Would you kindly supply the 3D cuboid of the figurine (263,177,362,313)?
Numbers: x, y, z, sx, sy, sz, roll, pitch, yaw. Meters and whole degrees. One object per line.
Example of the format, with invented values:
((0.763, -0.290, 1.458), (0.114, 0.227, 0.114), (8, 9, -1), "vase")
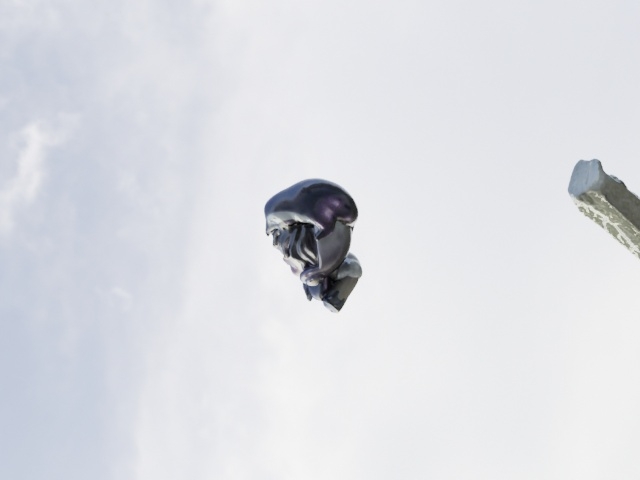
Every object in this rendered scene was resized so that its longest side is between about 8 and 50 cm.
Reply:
((0.000, 0.000, 1.437), (0.145, 0.145, 0.222), (-50, -42, -22), "figurine")

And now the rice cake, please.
((0.367, -0.004, 1.025), (0.256, 0.052, 0.057), (35, -137, -24), "rice cake")
